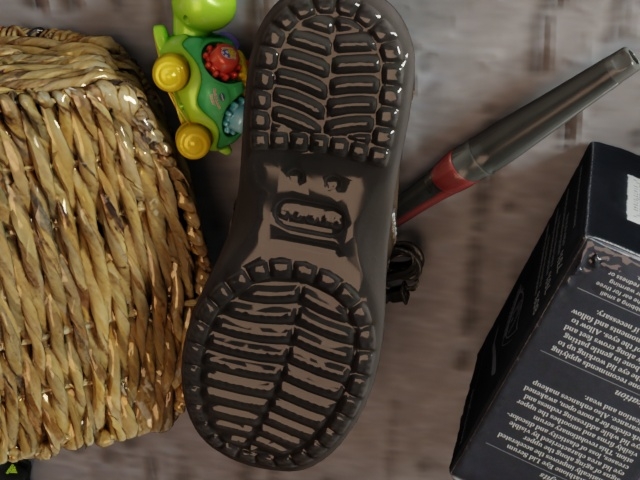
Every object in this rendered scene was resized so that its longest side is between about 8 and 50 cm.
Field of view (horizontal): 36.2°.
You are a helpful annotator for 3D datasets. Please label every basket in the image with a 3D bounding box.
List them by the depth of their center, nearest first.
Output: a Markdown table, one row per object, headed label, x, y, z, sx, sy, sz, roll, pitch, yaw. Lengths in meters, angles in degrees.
| label | x | y | z | sx | sy | sz | roll | pitch | yaw |
| --- | --- | --- | --- | --- | --- | --- | --- | --- | --- |
| basket | -0.206 | -0.013 | 0.773 | 0.213 | 0.223 | 0.299 | -11 | 117 | -14 |

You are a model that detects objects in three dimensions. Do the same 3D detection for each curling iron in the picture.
| label | x | y | z | sx | sy | sz | roll | pitch | yaw |
| --- | --- | --- | --- | --- | --- | --- | --- | --- | --- |
| curling iron | 0.110 | -0.042 | 0.688 | 0.068 | 0.035 | 0.274 | 45 | 122 | -4 |

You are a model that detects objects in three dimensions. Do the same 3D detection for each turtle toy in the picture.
| label | x | y | z | sx | sy | sz | roll | pitch | yaw |
| --- | --- | --- | --- | --- | --- | --- | --- | --- | --- |
| turtle toy | -0.079 | -0.121 | 0.684 | 0.066 | 0.095 | 0.130 | -15 | 113 | 2 |

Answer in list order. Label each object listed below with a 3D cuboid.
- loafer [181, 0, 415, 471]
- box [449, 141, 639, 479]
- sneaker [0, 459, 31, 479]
| label | x | y | z | sx | sy | sz | roll | pitch | yaw |
| --- | --- | --- | --- | --- | --- | --- | --- | --- | --- |
| loafer | 0.000 | 0.000 | 0.690 | 0.133 | 0.130 | 0.366 | 18 | 114 | 5 |
| box | 0.182 | 0.065 | 0.654 | 0.108 | 0.153 | 0.207 | 24 | 122 | 4 |
| sneaker | -0.323 | 0.223 | 0.951 | 0.074 | 0.063 | 0.170 | -16 | 115 | 25 |
